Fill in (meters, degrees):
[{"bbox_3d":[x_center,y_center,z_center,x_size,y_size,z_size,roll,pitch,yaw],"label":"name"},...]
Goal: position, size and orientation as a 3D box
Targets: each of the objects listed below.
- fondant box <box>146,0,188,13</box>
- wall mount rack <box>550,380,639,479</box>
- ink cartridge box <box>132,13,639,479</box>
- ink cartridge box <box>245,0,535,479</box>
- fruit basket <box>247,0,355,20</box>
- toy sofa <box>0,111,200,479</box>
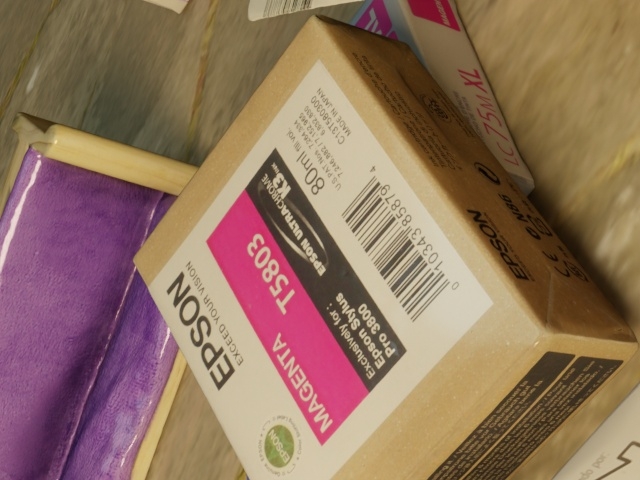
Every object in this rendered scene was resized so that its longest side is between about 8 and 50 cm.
[{"bbox_3d":[-0.131,-0.407,1.276,0.238,0.096,0.330,-49,37,34],"label":"fondant box"},{"bbox_3d":[0.151,0.076,0.473,0.350,0.130,0.304,-43,29,-18],"label":"wall mount rack"},{"bbox_3d":[0.021,0.030,0.731,0.193,0.088,0.234,-51,53,25],"label":"ink cartridge box"},{"bbox_3d":[0.000,0.000,0.902,0.311,0.065,0.185,-53,36,33],"label":"ink cartridge box"},{"bbox_3d":[0.085,-0.276,0.660,0.353,0.165,0.327,4,86,52],"label":"fruit basket"},{"bbox_3d":[-0.210,0.092,1.106,0.177,0.150,0.362,32,103,60],"label":"toy sofa"}]
